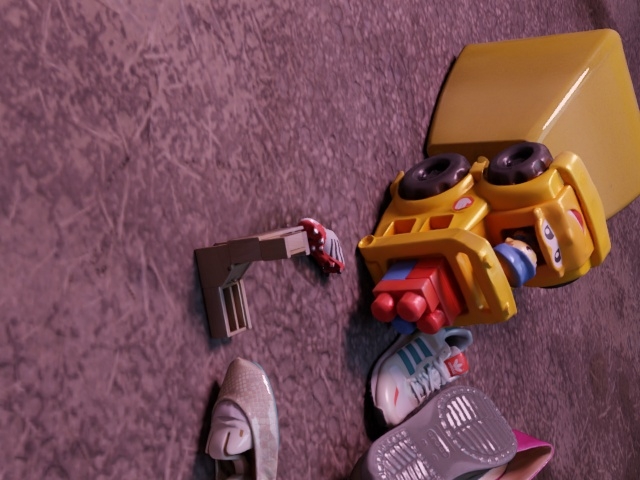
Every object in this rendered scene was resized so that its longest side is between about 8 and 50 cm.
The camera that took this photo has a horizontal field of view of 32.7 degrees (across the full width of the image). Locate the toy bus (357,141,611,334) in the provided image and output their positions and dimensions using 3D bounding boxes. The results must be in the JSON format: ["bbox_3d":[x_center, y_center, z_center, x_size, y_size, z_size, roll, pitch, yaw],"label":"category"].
[{"bbox_3d":[0.149,0.018,1.078,0.211,0.220,0.149,-50,123,-45],"label":"toy bus"}]

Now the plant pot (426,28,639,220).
[{"bbox_3d":[0.247,-0.106,1.299,0.187,0.212,0.212,-47,125,-39],"label":"plant pot"}]

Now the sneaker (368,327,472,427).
[{"bbox_3d":[0.106,0.131,1.108,0.161,0.075,0.057,-46,123,-54],"label":"sneaker"}]

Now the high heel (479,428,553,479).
[{"bbox_3d":[0.156,0.269,1.123,0.244,0.117,0.082,-30,110,-59],"label":"high heel"}]

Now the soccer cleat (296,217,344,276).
[{"bbox_3d":[0.000,0.000,1.002,0.083,0.029,0.036,53,32,-46],"label":"soccer cleat"}]

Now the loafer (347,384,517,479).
[{"bbox_3d":[0.103,0.211,1.067,0.251,0.087,0.094,-8,60,-50],"label":"loafer"}]

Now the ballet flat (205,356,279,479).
[{"bbox_3d":[-0.061,0.174,0.827,0.052,0.057,0.168,-1,84,-51],"label":"ballet flat"}]

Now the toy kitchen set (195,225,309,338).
[{"bbox_3d":[-0.041,0.031,0.863,0.068,0.083,0.075,-18,99,-60],"label":"toy kitchen set"}]
